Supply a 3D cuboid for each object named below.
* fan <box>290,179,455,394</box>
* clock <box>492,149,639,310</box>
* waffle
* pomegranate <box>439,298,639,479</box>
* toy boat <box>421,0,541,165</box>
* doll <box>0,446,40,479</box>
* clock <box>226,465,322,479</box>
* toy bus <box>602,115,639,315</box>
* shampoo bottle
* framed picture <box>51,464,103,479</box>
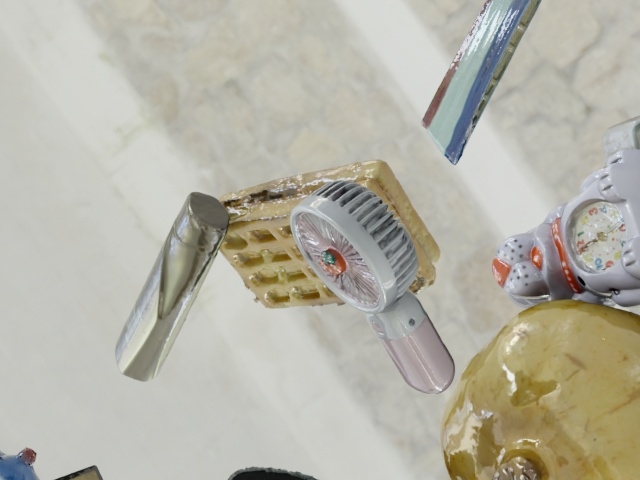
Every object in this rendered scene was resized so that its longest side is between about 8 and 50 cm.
[{"bbox_3d":[0.059,0.052,1.204,0.130,0.074,0.244,8,134,59],"label":"fan"},{"bbox_3d":[0.318,0.016,1.507,0.188,0.254,0.189,23,-124,-37],"label":"clock"},{"bbox_3d":[0.000,0.000,1.910,0.224,0.327,0.098,55,-136,-31],"label":"waffle"},{"bbox_3d":[0.285,0.229,1.406,0.342,0.342,0.342,46,-157,-26],"label":"pomegranate"},{"bbox_3d":[0.150,-0.173,1.037,0.045,0.229,0.080,30,-176,7],"label":"toy boat"},{"bbox_3d":[-0.328,0.332,1.373,0.257,0.161,0.215,47,177,2],"label":"doll"},{"bbox_3d":[-0.007,0.419,1.760,0.312,0.061,0.312,21,-171,-4],"label":"clock"},{"bbox_3d":[0.434,-0.034,1.603,0.106,0.092,0.268,-6,-95,-26],"label":"toy bus"},{"bbox_3d":[-0.234,0.073,1.955,0.084,0.350,0.126,16,-142,-17],"label":"shampoo bottle"},{"bbox_3d":[-0.357,0.454,1.651,0.338,0.014,0.255,-8,-110,-61],"label":"framed picture"}]
